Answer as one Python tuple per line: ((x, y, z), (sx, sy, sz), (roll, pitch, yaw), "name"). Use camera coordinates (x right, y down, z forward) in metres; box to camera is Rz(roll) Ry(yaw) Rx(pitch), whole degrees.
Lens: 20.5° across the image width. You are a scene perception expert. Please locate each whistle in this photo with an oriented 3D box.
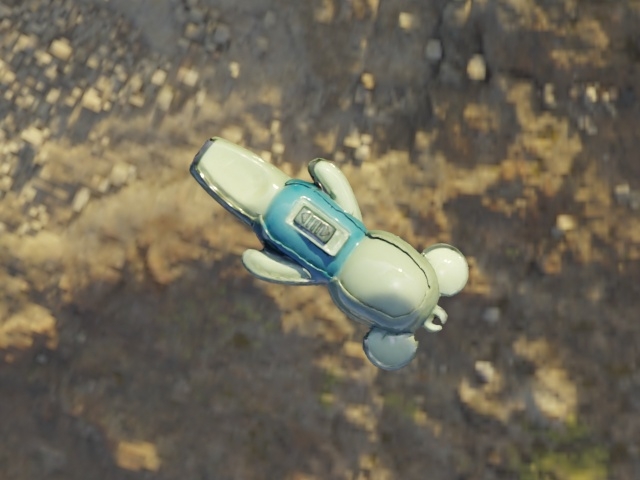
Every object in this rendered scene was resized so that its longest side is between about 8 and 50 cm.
((0.000, 0.000, 1.394), (0.235, 0.077, 0.114), (35, 82, 3), "whistle")
